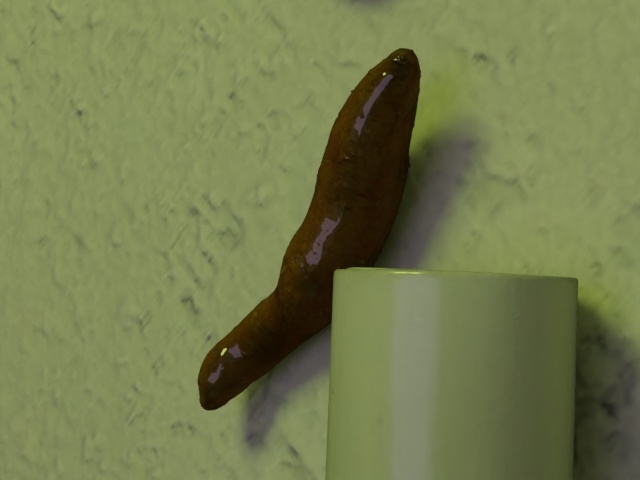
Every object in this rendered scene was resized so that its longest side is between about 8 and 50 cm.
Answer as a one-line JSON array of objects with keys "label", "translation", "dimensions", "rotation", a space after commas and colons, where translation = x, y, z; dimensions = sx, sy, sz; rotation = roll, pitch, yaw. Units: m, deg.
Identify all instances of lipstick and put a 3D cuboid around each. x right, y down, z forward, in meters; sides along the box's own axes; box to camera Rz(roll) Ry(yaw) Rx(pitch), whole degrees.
[{"label": "lipstick", "translation": [0.041, 0.174, 0.585], "dimensions": [0.087, 0.087, 0.327], "rotation": [0, 87, 41]}]

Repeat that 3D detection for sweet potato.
[{"label": "sweet potato", "translation": [0.002, 0.002, 0.664], "dimensions": [0.044, 0.044, 0.179], "rotation": [47, 123, 33]}]
